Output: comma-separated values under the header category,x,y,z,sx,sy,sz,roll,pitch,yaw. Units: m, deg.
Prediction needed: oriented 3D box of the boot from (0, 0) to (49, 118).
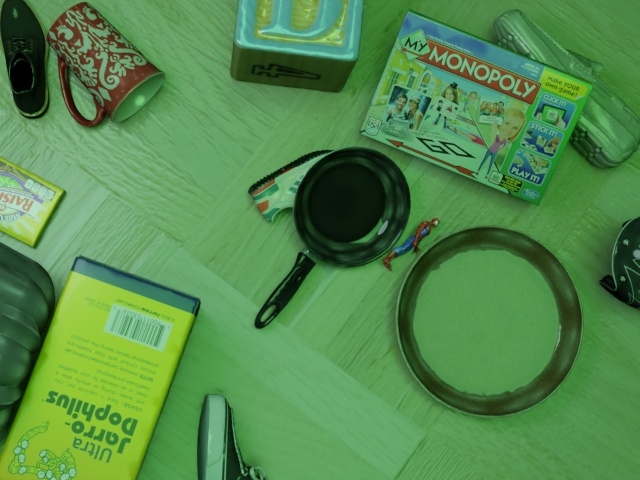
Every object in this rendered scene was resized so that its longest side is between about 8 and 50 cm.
category,x,y,z,sx,sy,sz,roll,pitch,yaw
boot,-0.463,-0.301,1.781,0.076,0.137,0.198,-15,85,-8

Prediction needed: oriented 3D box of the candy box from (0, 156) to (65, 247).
category,x,y,z,sx,sy,sz,roll,pitch,yaw
candy box,-0.518,-0.081,1.805,0.205,0.027,0.105,27,84,-3

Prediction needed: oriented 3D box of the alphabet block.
category,x,y,z,sx,sy,sz,roll,pitch,yaw
alphabet block,-0.038,-0.356,1.808,0.193,0.197,0.193,8,83,-6

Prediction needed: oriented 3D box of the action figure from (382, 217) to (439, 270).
category,x,y,z,sx,sy,sz,roll,pitch,yaw
action figure,0.151,0.003,1.869,0.115,0.038,0.030,-45,68,-8

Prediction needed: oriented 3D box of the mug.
category,x,y,z,sx,sy,sz,roll,pitch,yaw
mug,-0.356,-0.274,1.806,0.150,0.113,0.169,-42,86,-11

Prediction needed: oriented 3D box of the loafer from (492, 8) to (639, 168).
category,x,y,z,sx,sy,sz,roll,pitch,yaw
loafer,0.413,-0.263,1.900,0.111,0.112,0.319,-44,98,-14

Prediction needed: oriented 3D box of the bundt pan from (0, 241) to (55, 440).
category,x,y,z,sx,sy,sz,roll,pitch,yaw
bundt pan,-0.473,0.163,1.639,0.124,0.331,0.331,20,81,-13

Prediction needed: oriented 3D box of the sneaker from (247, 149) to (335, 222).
category,x,y,z,sx,sy,sz,roll,pitch,yaw
sneaker,-0.034,-0.088,1.856,0.161,0.057,0.075,-29,105,-11

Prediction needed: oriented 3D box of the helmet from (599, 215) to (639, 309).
category,x,y,z,sx,sy,sz,roll,pitch,yaw
helmet,0.539,0.039,1.847,0.169,0.161,0.170,1,83,-7

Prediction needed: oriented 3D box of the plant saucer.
category,x,y,z,sx,sy,sz,roll,pitch,yaw
plant saucer,0.271,0.132,1.862,0.310,0.050,0.311,1,83,-7

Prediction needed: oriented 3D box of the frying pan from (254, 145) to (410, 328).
category,x,y,z,sx,sy,sz,roll,pitch,yaw
frying pan,0.028,0.005,1.843,0.197,0.053,0.326,16,100,-19

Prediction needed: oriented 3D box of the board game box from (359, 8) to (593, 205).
category,x,y,z,sx,sy,sz,roll,pitch,yaw
board game box,0.248,-0.214,1.846,0.317,0.046,0.214,22,109,1

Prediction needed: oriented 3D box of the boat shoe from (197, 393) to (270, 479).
category,x,y,z,sx,sy,sz,roll,pitch,yaw
boat shoe,-0.130,0.386,1.755,0.104,0.113,0.307,-3,86,-14

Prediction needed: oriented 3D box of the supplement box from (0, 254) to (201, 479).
category,x,y,z,sx,sy,sz,roll,pitch,yaw
supplement box,-0.328,0.226,1.706,0.195,0.194,0.357,20,81,-4
